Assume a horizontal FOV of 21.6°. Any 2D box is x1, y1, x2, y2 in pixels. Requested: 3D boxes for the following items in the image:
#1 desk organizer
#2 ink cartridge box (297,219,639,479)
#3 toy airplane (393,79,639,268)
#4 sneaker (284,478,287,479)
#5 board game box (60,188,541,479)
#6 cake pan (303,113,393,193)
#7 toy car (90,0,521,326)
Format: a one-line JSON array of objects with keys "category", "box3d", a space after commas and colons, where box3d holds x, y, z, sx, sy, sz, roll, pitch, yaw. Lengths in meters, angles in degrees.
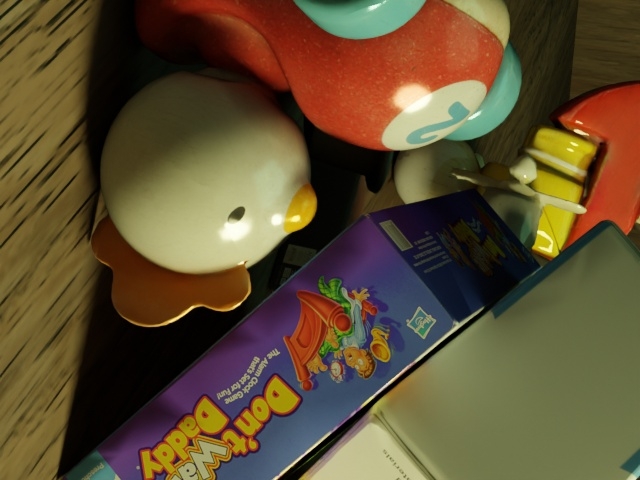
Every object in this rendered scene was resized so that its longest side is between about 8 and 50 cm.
[{"category": "desk organizer", "box3d": [0.000, 0.000, 1.327, 0.050, 0.047, 0.130, 81, 22, -58]}, {"category": "ink cartridge box", "box3d": [0.083, 0.151, 1.054, 0.223, 0.129, 0.307, -36, 171, -35]}, {"category": "toy airplane", "box3d": [0.168, 0.013, 1.679, 0.386, 0.272, 0.384, -43, -172, 47]}, {"category": "sneaker", "box3d": [-0.039, 0.313, 1.252, 0.162, 0.106, 0.281, 28, 71, -79]}, {"category": "board game box", "box3d": [0.006, 0.075, 1.054, 0.233, 0.078, 0.347, -41, 174, 14]}, {"category": "cake pan", "box3d": [0.026, -0.180, 1.148, 0.293, 0.054, 0.293, -176, -90, -87]}, {"category": "toy car", "box3d": [-0.030, -0.056, 0.893, 0.238, 0.210, 0.219, -67, 157, -4]}]
